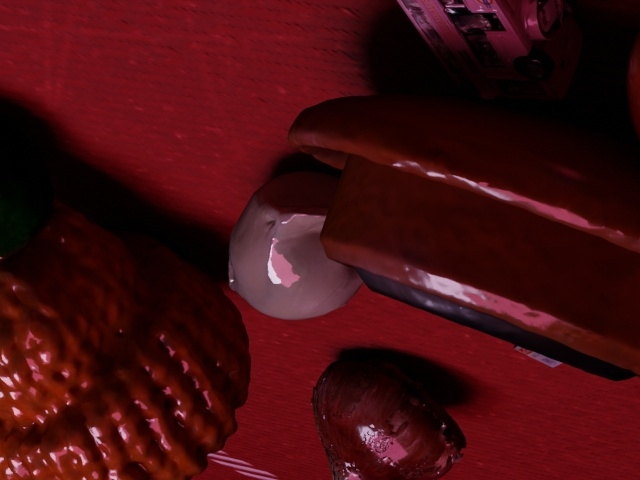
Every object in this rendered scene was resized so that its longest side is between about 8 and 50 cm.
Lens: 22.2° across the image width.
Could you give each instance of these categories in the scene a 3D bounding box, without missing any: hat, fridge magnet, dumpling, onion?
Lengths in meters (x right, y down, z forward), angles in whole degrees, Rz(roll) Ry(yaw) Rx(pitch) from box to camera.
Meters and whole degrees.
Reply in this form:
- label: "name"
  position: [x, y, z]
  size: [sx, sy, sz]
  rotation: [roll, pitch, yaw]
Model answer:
- label: "hat"
  position: [-0.240, 0.072, 1.507]
  size: [0.285, 0.285, 0.400]
  rotation: [5, 149, 28]
- label: "fridge magnet"
  position: [0.146, -0.006, 1.122]
  size: [0.364, 0.155, 0.363]
  rotation: [20, 179, 0]
- label: "dumpling"
  position: [0.000, 0.000, 1.383]
  size: [0.151, 0.124, 0.229]
  rotation: [-13, 174, -22]
- label: "onion"
  position: [0.066, 0.211, 1.758]
  size: [0.184, 0.147, 0.184]
  rotation: [26, 170, 5]

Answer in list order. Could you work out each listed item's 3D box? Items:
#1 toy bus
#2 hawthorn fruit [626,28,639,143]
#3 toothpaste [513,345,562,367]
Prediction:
- label: "toy bus"
  position: [0.091, -0.161, 0.991]
  size: [0.090, 0.063, 0.203]
  rotation: [5, 152, 35]
- label: "hawthorn fruit"
  position: [0.245, -0.090, 0.958]
  size: [0.133, 0.132, 0.138]
  rotation: [1, 149, 36]
- label: "toothpaste"
  position: [0.235, 0.068, 1.436]
  size: [0.047, 0.040, 0.196]
  rotation: [27, 156, -10]
